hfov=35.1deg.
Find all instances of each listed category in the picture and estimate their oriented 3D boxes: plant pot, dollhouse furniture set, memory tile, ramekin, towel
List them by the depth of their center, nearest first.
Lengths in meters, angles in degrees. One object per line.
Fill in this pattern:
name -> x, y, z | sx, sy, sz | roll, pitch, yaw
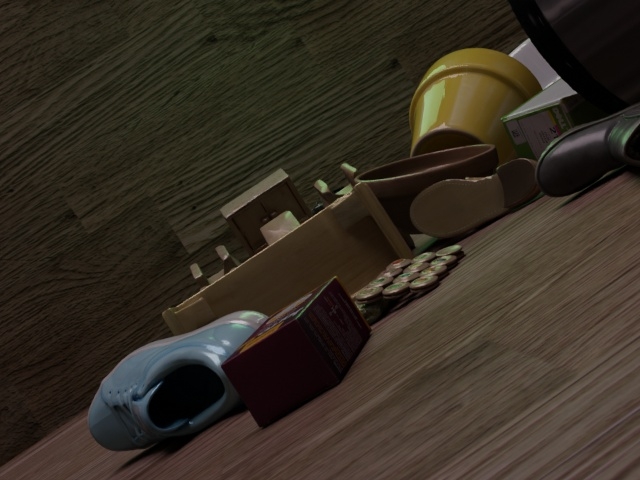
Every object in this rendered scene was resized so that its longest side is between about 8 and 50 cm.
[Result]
memory tile -> 0.115, 0.042, 1.279 | 0.113, 0.012, 0.148 | -13, 12, 28
towel -> 0.031, 0.106, 1.306 | 0.148, 0.027, 0.110 | -33, 3, 26
plant pot -> 0.180, -0.077, 1.648 | 0.237, 0.110, 0.237 | -13, 9, 2
plant pot -> 0.274, -0.192, 1.870 | 0.254, 0.254, 0.239 | -32, 19, 38
dollhouse furniture set -> -0.032, 0.051, 1.937 | 0.362, 0.256, 0.394 | -34, 23, -4
ramekin -> 0.459, -0.321, 2.131 | 0.277, 0.135, 0.277 | -36, -15, -11

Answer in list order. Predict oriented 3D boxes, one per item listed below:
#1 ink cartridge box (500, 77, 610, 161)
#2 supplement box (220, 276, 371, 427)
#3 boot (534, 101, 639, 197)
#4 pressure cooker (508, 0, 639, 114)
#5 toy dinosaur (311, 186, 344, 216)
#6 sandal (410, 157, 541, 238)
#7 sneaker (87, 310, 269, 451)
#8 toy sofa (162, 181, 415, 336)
ink cartridge box -> 0.437, -0.212, 1.558 | 0.189, 0.097, 0.255 | -35, 12, -35
supplement box -> -0.021, 0.117, 1.109 | 0.104, 0.081, 0.188 | -33, 3, 17
boot -> 0.323, -0.096, 1.092 | 0.189, 0.076, 0.208 | -35, 8, 13
pressure cooker -> 0.468, -0.382, 1.207 | 0.420, 0.370, 0.375 | -36, 3, 42
toy dinosaur -> 0.000, 0.000, 2.384 | 0.218, 0.164, 0.322 | -34, -3, 12
sandal -> 0.244, -0.055, 1.477 | 0.079, 0.088, 0.240 | 7, -19, -40
sneaker -> -0.215, 0.205, 1.338 | 0.366, 0.135, 0.150 | -34, 0, 33
toy sofa -> -0.041, 0.073, 1.502 | 0.362, 0.150, 0.177 | -34, -3, -1
